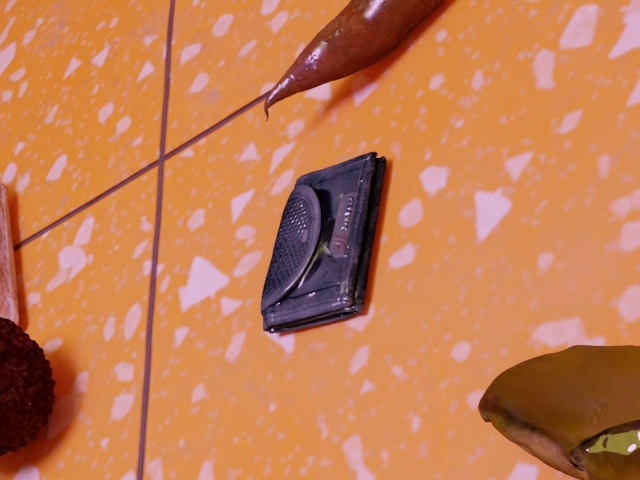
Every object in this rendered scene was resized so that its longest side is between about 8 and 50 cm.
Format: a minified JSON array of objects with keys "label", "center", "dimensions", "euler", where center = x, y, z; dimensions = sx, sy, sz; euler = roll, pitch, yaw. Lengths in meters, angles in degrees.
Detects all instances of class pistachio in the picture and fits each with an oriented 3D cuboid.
[{"label":"pistachio","center":[0.159,0.097,0.734],"dimensions":[0.173,0.049,0.089],"euler":[-7,32,45]}]

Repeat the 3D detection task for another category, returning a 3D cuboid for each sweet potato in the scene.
[{"label":"sweet potato","center":[0.030,-0.156,1.056],"dimensions":[0.195,0.056,0.056],"euler":[-42,38,1]}]

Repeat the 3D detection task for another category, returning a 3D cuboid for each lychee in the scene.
[{"label":"lychee","center":[-0.269,0.118,1.111],"dimensions":[0.123,0.129,0.123],"euler":[2,59,-4]}]

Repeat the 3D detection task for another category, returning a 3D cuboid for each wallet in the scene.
[{"label":"wallet","center":[0.000,0.000,0.991],"dimensions":[0.088,0.026,0.129],"euler":[-16,51,38]}]

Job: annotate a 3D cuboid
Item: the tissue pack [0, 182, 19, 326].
[{"label":"tissue pack","center":[-0.354,0.036,1.277],"dimensions":[0.148,0.092,0.196],"euler":[-39,39,18]}]
